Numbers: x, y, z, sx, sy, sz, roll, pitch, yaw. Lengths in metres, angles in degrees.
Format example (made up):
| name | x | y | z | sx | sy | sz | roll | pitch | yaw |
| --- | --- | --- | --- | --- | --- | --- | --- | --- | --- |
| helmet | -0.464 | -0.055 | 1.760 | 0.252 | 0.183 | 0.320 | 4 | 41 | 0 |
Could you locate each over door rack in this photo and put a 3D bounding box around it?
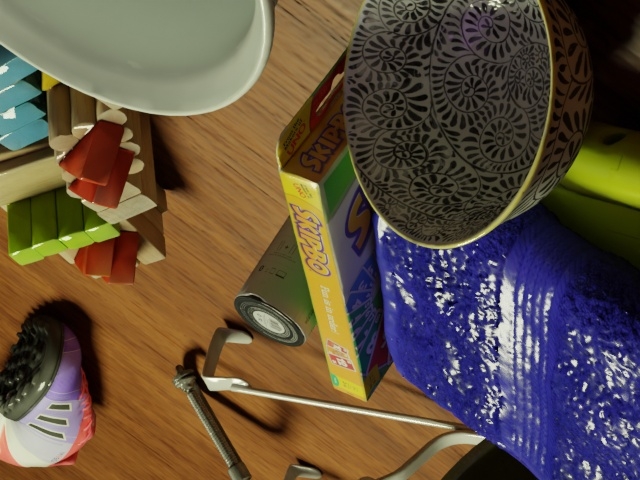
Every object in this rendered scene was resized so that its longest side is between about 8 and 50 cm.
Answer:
| name | x | y | z | sx | sy | sz | roll | pitch | yaw |
| --- | --- | --- | --- | --- | --- | --- | --- | --- | --- |
| over door rack | 0.051 | 0.224 | 1.462 | 0.324 | 0.108 | 0.239 | 17 | 147 | 32 |

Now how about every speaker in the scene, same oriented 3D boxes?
| name | x | y | z | sx | sy | sz | roll | pitch | yaw |
| --- | --- | --- | --- | --- | --- | --- | --- | --- | --- |
| speaker | 0.000 | 0.000 | 1.131 | 0.055 | 0.136 | 0.055 | 26 | 156 | 13 |

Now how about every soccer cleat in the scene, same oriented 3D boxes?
| name | x | y | z | sx | sy | sz | roll | pitch | yaw |
| --- | --- | --- | --- | --- | --- | --- | --- | --- | --- |
| soccer cleat | -0.273 | 0.162 | 1.764 | 0.116 | 0.108 | 0.318 | 18 | 153 | -14 |

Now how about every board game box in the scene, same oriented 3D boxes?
| name | x | y | z | sx | sy | sz | roll | pitch | yaw |
| --- | --- | --- | --- | --- | --- | --- | --- | --- | --- |
| board game box | 0.033 | -0.017 | 1.077 | 0.039 | 0.124 | 0.259 | 21 | 150 | 26 |

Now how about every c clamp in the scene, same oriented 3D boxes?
| name | x | y | z | sx | sy | sz | roll | pitch | yaw |
| --- | --- | --- | --- | --- | --- | --- | --- | --- | --- |
| c clamp | -0.093 | 0.173 | 1.558 | 0.161 | 0.022 | 0.137 | 57 | 177 | 22 |

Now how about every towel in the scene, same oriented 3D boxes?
| name | x | y | z | sx | sy | sz | roll | pitch | yaw |
| --- | --- | --- | --- | --- | --- | --- | --- | --- | --- |
| towel | 0.152 | 0.089 | 1.004 | 0.308 | 0.076 | 0.227 | 36 | 155 | 34 |

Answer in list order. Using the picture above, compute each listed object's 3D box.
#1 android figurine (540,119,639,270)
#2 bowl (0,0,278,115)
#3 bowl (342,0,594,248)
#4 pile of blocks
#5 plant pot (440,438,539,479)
| name | x | y | z | sx | sy | sz | roll | pitch | yaw |
| --- | --- | --- | --- | --- | --- | --- | --- | --- | --- |
| android figurine | 0.215 | 0.040 | 0.984 | 0.273 | 0.056 | 0.248 | 23 | 144 | 46 |
| bowl | -0.119 | -0.218 | 0.922 | 0.298 | 0.134 | 0.298 | 28 | 153 | 16 |
| bowl | 0.093 | -0.080 | 0.927 | 0.080 | 0.170 | 0.170 | 0 | 176 | -37 |
| pile of blocks | -0.180 | -0.057 | 1.199 | 0.149 | 0.112 | 0.362 | -5 | 150 | -7 |
| plant pot | 0.268 | 0.332 | 1.173 | 0.366 | 0.366 | 0.353 | 14 | 158 | 35 |
